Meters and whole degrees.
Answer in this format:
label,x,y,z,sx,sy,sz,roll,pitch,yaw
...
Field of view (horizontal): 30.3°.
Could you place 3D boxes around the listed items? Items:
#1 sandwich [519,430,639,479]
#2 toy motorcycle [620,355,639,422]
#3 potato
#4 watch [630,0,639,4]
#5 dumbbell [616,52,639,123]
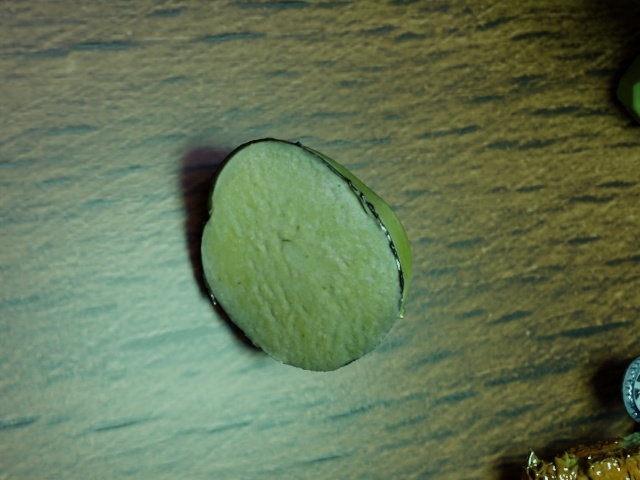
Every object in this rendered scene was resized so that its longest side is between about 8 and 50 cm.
label,x,y,z,sx,sy,sz,roll,pitch,yaw
sandwich,0.265,0.281,1.137,0.159,0.079,0.235,6,106,10
toy motorcycle,0.391,0.191,1.204,0.135,0.092,0.254,-49,114,-26
potato,0.000,0.000,1.032,0.202,0.182,0.117,48,33,4
watch,0.342,-0.329,1.058,0.314,0.327,0.335,14,103,-60
dumbbell,0.436,-0.083,1.219,0.108,0.121,0.302,-42,104,11
